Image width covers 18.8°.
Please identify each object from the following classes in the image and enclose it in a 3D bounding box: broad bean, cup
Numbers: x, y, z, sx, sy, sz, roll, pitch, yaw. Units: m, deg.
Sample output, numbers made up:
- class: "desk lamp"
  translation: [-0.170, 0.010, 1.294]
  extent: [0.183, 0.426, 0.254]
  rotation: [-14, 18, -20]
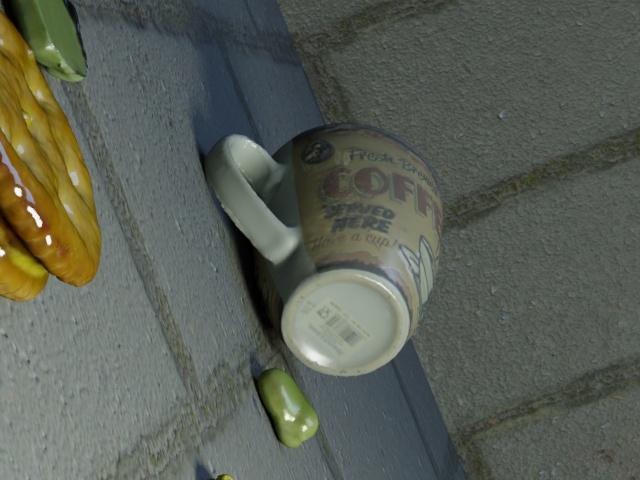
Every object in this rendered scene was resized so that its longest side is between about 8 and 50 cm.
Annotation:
- class: "broad bean"
  translation: [-0.034, 0.166, 1.939]
  extent: [0.083, 0.045, 0.063]
  rotation: [61, 18, 6]
- class: "cup"
  translation: [0.000, 0.000, 2.131]
  extent: [0.301, 0.227, 0.257]
  rotation: [36, 22, -16]

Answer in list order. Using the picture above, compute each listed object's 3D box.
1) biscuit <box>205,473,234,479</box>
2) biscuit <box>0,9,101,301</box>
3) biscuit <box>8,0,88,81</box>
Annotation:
- class: "biscuit"
  translation: [-0.069, 0.227, 1.540]
  extent: [0.084, 0.023, 0.084]
  rotation: [-22, 90, -83]
- class: "biscuit"
  translation: [-0.205, -0.067, 1.209]
  extent: [0.220, 0.066, 0.220]
  rotation: [-22, 90, -84]
- class: "biscuit"
  translation: [-0.254, -0.272, 1.578]
  extent: [0.099, 0.038, 0.322]
  rotation: [40, 30, -70]
